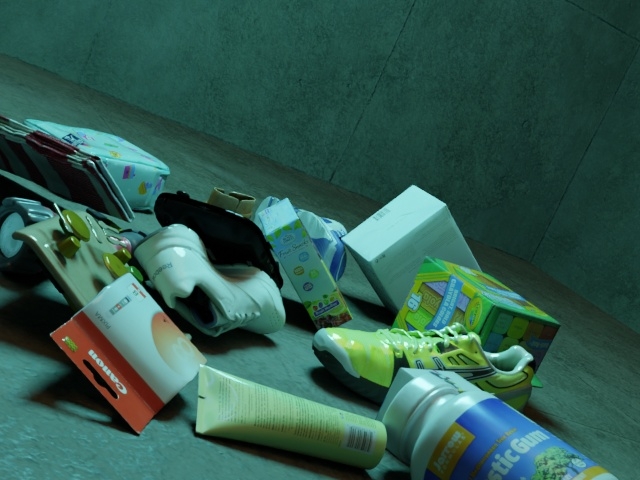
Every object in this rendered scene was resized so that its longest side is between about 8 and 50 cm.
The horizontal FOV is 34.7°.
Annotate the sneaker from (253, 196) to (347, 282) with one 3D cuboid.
[{"bbox_3d":[-0.001,0.000,2.242,0.182,0.127,0.315,16,11,-34],"label":"sneaker"}]

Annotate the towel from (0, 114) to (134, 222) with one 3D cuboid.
[{"bbox_3d":[-0.482,-0.133,1.705,0.329,0.037,0.237,22,-18,13],"label":"towel"}]

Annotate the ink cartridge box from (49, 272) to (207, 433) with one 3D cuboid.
[{"bbox_3d":[-0.208,0.119,1.143,0.145,0.045,0.179,49,12,-4],"label":"ink cartridge box"}]

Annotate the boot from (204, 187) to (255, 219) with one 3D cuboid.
[{"bbox_3d":[-0.150,-0.009,1.840,0.073,0.152,0.197,32,12,37],"label":"boot"}]

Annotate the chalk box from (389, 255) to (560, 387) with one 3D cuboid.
[{"bbox_3d":[0.296,0.177,1.875,0.180,0.179,0.289,17,12,-36],"label":"chalk box"}]

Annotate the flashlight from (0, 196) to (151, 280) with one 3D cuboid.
[{"bbox_3d":[-0.330,0.010,1.465,0.304,0.103,0.103,13,42,-54],"label":"flashlight"}]

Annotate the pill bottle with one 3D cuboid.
[{"bbox_3d":[0.204,0.272,1.214,0.272,0.152,0.152,32,12,37],"label":"pill bottle"}]

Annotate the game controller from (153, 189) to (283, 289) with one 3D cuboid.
[{"bbox_3d":[-0.153,0.012,1.607,0.167,0.067,0.319,9,-19,10],"label":"game controller"}]

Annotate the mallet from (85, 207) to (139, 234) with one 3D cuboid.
[{"bbox_3d":[-0.347,-0.020,1.775,0.062,0.039,0.190,16,9,-37],"label":"mallet"}]

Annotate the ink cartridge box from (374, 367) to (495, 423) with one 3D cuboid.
[{"bbox_3d":[0.158,0.239,1.422,0.062,0.104,0.181,33,12,37],"label":"ink cartridge box"}]

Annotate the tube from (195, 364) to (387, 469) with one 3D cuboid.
[{"bbox_3d":[-0.037,0.214,1.208,0.240,0.062,0.070,20,1,-24],"label":"tube"}]

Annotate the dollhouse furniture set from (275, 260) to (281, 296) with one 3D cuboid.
[{"bbox_3d":[-0.131,0.092,1.784,0.114,0.091,0.081,4,51,6],"label":"dollhouse furniture set"}]

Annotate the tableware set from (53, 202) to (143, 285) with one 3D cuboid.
[{"bbox_3d":[-0.277,0.014,1.271,0.104,0.024,0.154,57,10,22],"label":"tableware set"}]

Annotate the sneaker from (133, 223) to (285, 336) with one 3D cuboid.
[{"bbox_3d":[-0.151,0.090,1.490,0.297,0.111,0.129,30,29,-47],"label":"sneaker"}]

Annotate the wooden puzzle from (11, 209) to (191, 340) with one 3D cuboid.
[{"bbox_3d":[-0.272,0.068,1.287,0.238,0.044,0.221,49,9,-3],"label":"wooden puzzle"}]

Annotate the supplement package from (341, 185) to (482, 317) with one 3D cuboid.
[{"bbox_3d":[0.190,0.037,2.101,0.203,0.194,0.149,58,-8,-28],"label":"supplement package"}]

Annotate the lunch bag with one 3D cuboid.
[{"bbox_3d":[-0.452,-0.155,2.004,0.224,0.107,0.279,31,11,30],"label":"lunch bag"}]

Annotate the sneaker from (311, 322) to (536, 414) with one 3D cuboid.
[{"bbox_3d":[0.162,0.186,1.593,0.385,0.147,0.145,19,13,-26],"label":"sneaker"}]

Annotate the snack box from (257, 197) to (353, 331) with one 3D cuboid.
[{"bbox_3d":[-0.029,0.042,1.807,0.207,0.070,0.174,63,-1,-15],"label":"snack box"}]
